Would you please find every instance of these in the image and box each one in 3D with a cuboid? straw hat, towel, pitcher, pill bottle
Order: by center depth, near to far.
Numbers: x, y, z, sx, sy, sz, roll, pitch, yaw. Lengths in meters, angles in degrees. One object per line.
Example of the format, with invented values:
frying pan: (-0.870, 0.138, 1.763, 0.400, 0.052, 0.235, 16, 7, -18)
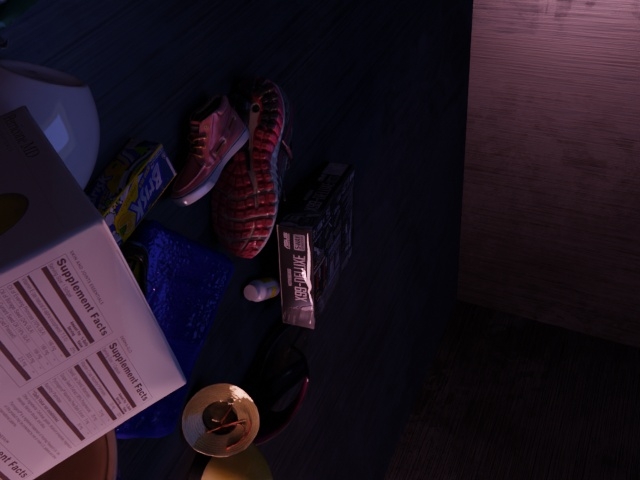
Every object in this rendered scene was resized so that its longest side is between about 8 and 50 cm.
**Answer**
pitcher: (-0.309, -0.063, 0.577, 0.177, 0.125, 0.207, -10, 124, -58)
towel: (-0.238, 0.140, 0.896, 0.227, 0.076, 0.309, 35, 70, -66)
straw hat: (-0.188, 0.326, 1.120, 0.061, 0.144, 0.145, -162, -94, -73)
pill bottle: (-0.117, 0.097, 1.189, 0.083, 0.043, 0.044, -8, 110, -65)

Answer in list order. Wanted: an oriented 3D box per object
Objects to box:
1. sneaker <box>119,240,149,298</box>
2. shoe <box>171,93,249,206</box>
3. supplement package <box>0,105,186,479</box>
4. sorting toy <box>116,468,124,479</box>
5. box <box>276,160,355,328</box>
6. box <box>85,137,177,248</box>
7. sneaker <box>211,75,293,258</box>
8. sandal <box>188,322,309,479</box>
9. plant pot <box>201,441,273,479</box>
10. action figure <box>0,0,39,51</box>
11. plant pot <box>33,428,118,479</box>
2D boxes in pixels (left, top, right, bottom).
sneaker: (-0.261, 0.091, 0.759, 0.078, 0.067, 0.188, -178, -78, -71)
shoe: (-0.179, -0.138, 0.901, 0.178, 0.063, 0.081, -57, 136, -28)
supplement package: (-0.285, 0.066, 0.465, 0.262, 0.199, 0.198, -31, 138, -20)
sorting toy: (-0.343, 0.487, 0.791, 0.366, 0.126, 0.127, -64, 154, -24)
box: (0.000, 0.000, 1.306, 0.307, 0.076, 0.243, -59, 154, -53)
box: (-0.257, -0.052, 0.770, 0.169, 0.054, 0.059, -61, 152, -31)
sneaker: (-0.097, -0.116, 1.019, 0.112, 0.120, 0.300, 1, 101, -69)
sandal: (-0.109, 0.357, 1.274, 0.446, 0.106, 0.168, -58, 151, -34)
plant pot: (-0.142, 0.454, 1.128, 0.134, 0.095, 0.134, -27, 128, -40)
action figure: (-0.326, -0.200, 0.529, 0.232, 0.063, 0.137, -63, 157, -20)
plant pot: (-0.333, 0.228, 0.620, 0.238, 0.237, 0.109, -69, -166, -16)
